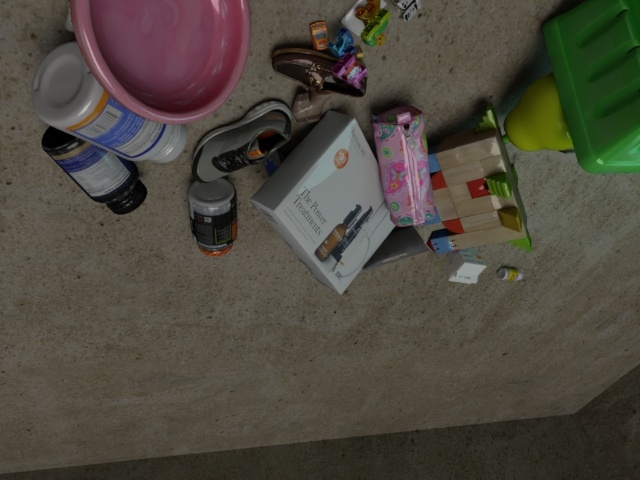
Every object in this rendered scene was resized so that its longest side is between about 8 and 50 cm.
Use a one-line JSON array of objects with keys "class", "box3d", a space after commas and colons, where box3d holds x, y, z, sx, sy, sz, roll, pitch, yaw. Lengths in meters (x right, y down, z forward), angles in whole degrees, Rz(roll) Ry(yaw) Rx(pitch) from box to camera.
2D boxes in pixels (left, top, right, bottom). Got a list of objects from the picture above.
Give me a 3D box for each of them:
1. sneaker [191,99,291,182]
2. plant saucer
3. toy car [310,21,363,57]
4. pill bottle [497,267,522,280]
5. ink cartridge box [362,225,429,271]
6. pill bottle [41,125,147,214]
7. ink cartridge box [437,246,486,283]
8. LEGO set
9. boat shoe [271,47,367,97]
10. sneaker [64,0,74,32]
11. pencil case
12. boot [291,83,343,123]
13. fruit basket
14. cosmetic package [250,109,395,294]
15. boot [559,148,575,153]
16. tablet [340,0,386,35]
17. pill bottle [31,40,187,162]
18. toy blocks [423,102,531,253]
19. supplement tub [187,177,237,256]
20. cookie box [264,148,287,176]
[{"class": "sneaker", "box3d": [-0.180, -0.205, 1.132, 0.272, 0.108, 0.100, -30, 139, 18]}, {"class": "plant saucer", "box3d": [-0.258, -0.362, 0.835, 0.084, 0.332, 0.332, 16, 154, 35]}, {"class": "toy car", "box3d": [0.037, -0.403, 1.024, 0.122, 0.040, 0.060, -1, 137, -15]}, {"class": "pill bottle", "box3d": [0.673, 0.121, 1.796, 0.083, 0.043, 0.043, 6, 135, -23]}, {"class": "ink cartridge box", "box3d": [0.201, 0.041, 1.434, 0.189, 0.232, 0.066, -19, 111, 4]}, {"class": "pill bottle", "box3d": [-0.471, -0.158, 1.085, 0.123, 0.122, 0.219, -20, 139, 6]}, {"class": "ink cartridge box", "box3d": [0.441, 0.063, 1.586, 0.092, 0.143, 0.090, 8, 134, -24]}, {"class": "LEGO set", "box3d": [0.101, -0.396, 0.995, 0.227, 0.087, 0.093, -48, 144, 1]}, {"class": "boat shoe", "box3d": [0.002, -0.341, 1.045, 0.207, 0.073, 0.073, 3, 170, -17]}, {"class": "sneaker", "box3d": [-0.389, -0.404, 0.859, 0.121, 0.099, 0.262, -8, 138, -2]}, {"class": "pencil case", "box3d": [0.201, -0.175, 1.202, 0.124, 0.124, 0.284, -14, 118, -1]}, {"class": "boot", "box3d": [-0.007, -0.304, 1.128, 0.119, 0.042, 0.087, -12, 147, -6]}, {"class": "fruit basket", "box3d": [0.592, -0.303, 1.095, 0.283, 0.392, 0.392, -3, 138, -13]}, {"class": "cosmetic package", "box3d": [0.036, -0.079, 1.243, 0.284, 0.097, 0.377, -52, 139, -14]}, {"class": "boot", "box3d": [0.716, -0.325, 1.288, 0.247, 0.083, 0.161, -18, 133, 1]}, {"class": "tablet", "box3d": [0.086, -0.453, 1.009, 0.054, 0.006, 0.083, 23, 127, -36]}, {"class": "pill bottle", "box3d": [-0.376, -0.239, 0.955, 0.152, 0.152, 0.272, -27, 163, 14]}, {"class": "toy blocks", "box3d": [0.362, -0.124, 1.311, 0.261, 0.190, 0.381, -12, 119, 29]}, {"class": "supplement tub", "box3d": [-0.266, -0.055, 1.266, 0.117, 0.117, 0.190, -4, 138, -12]}, {"class": "cookie box", "box3d": [-0.089, -0.166, 1.214, 0.040, 0.091, 0.107, -32, 137, 15]}]
